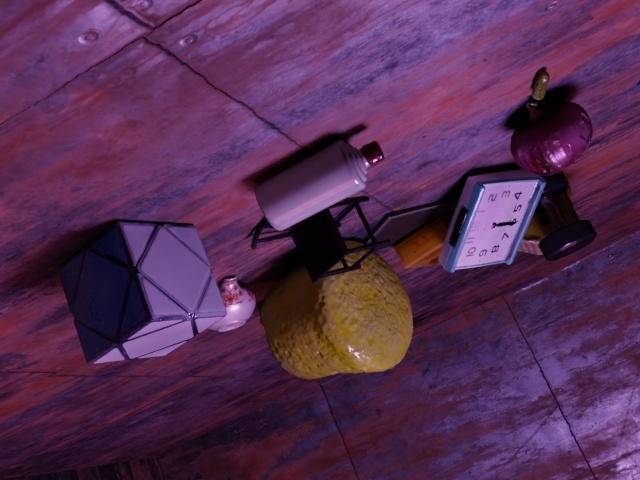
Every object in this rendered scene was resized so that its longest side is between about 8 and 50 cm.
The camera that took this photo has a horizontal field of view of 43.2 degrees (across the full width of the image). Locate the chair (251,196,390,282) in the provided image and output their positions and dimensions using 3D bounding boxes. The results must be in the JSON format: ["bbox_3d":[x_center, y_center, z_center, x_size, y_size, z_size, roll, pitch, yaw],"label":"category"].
[{"bbox_3d":[0.000,0.000,1.788,0.260,0.141,0.154,-12,159,-38],"label":"chair"}]

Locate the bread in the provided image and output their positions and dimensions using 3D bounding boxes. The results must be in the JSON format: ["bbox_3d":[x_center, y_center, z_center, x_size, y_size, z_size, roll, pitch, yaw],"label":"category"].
[{"bbox_3d":[0.044,0.197,2.092,0.348,0.348,0.308,-4,161,-46],"label":"bread"}]

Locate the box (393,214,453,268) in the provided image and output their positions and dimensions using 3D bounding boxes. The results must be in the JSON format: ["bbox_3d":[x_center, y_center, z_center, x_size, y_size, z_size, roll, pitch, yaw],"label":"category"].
[{"bbox_3d":[0.353,0.001,2.282,0.174,0.076,0.274,-38,160,31],"label":"box"}]

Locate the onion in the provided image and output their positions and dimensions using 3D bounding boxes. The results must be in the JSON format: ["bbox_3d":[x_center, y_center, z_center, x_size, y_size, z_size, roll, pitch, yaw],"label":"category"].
[{"bbox_3d":[0.489,-0.221,1.724,0.177,0.153,0.177,-37,166,-11],"label":"onion"}]

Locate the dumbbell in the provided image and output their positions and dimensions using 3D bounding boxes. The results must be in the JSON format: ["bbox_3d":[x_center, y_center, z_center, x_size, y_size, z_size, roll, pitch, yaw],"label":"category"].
[{"bbox_3d":[0.640,-0.069,2.220,0.153,0.218,0.152,-21,162,-7],"label":"dumbbell"}]

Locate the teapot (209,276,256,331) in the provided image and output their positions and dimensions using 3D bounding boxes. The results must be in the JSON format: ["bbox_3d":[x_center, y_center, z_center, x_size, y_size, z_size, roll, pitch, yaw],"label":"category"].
[{"bbox_3d":[-0.247,0.177,2.074,0.159,0.116,0.245,-24,172,-36],"label":"teapot"}]

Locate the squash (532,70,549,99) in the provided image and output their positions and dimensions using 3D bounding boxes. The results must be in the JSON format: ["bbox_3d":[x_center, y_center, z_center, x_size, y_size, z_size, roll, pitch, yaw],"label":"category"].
[{"bbox_3d":[0.434,-0.308,1.592,0.027,0.027,0.083,-23,161,0],"label":"squash"}]

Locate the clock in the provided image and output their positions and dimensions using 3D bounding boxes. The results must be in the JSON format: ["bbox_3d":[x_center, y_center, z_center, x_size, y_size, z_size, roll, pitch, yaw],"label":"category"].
[{"bbox_3d":[0.424,-0.060,2.066,0.231,0.116,0.262,-7,127,-30],"label":"clock"}]

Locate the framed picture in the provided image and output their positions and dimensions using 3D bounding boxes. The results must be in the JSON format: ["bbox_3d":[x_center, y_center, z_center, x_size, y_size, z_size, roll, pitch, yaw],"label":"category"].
[{"bbox_3d":[0.211,-0.029,2.149,0.197,0.014,0.252,-14,160,-27],"label":"framed picture"}]

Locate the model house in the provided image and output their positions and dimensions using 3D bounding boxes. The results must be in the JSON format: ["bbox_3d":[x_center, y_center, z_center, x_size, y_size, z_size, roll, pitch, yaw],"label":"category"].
[{"bbox_3d":[0.647,-0.055,2.399,0.234,0.174,0.193,-17,165,15],"label":"model house"}]

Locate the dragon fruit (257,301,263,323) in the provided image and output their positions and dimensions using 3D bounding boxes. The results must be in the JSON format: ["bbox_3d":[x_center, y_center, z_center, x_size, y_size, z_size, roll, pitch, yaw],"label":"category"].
[{"bbox_3d":[-0.127,0.213,2.328,0.086,0.081,0.116,-8,157,28],"label":"dragon fruit"}]

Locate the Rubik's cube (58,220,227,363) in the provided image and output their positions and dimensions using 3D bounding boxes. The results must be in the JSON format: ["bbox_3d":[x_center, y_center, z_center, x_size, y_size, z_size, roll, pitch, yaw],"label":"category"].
[{"bbox_3d":[-0.338,0.099,1.544,0.205,0.205,0.207,-34,158,32],"label":"Rubik's cube"}]

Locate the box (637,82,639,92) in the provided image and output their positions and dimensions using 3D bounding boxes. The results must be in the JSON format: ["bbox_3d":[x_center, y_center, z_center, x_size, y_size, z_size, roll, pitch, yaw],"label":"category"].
[{"bbox_3d":[0.807,-0.401,1.749,0.162,0.041,0.229,-19,162,-10],"label":"box"}]

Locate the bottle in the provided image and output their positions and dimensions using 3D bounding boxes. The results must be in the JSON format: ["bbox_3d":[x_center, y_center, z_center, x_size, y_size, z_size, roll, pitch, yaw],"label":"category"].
[{"bbox_3d":[0.005,-0.114,1.510,0.245,0.104,0.104,-27,162,13],"label":"bottle"}]
